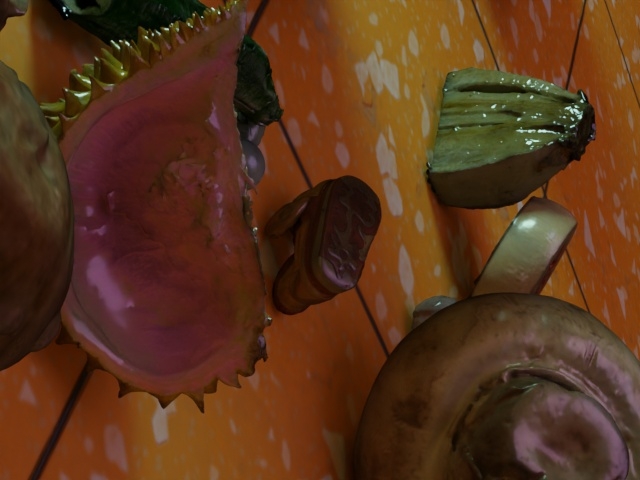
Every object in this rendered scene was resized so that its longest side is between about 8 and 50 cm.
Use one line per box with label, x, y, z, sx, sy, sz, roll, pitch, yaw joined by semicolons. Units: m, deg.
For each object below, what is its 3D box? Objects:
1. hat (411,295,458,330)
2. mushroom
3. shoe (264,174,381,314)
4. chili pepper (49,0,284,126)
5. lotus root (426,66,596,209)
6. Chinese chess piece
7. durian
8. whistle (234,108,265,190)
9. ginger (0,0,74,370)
hat;0.122;0.120;1.435;0.112;0.093;0.162;10;66;-73
mushroom;0.146;0.163;1.280;0.254;0.184;0.255;6;75;-23
shoe;-0.002;0.000;1.224;0.072;0.069;0.109;24;46;-34
chili pepper;-0.082;-0.120;1.076;0.227;0.059;0.088;38;46;-53
lotus root;0.171;-0.085;1.580;0.070;0.144;0.143;68;33;-41
Chinese chess piece;0.180;0.020;1.577;0.122;0.051;0.122;-54;168;-16
durian;-0.090;-0.022;0.948;0.182;0.132;0.165;74;32;-42
whistle;-0.052;-0.072;1.174;0.035;0.035;0.100;46;39;-52
ginger;-0.178;-0.101;0.737;0.244;0.155;0.304;45;41;-50
